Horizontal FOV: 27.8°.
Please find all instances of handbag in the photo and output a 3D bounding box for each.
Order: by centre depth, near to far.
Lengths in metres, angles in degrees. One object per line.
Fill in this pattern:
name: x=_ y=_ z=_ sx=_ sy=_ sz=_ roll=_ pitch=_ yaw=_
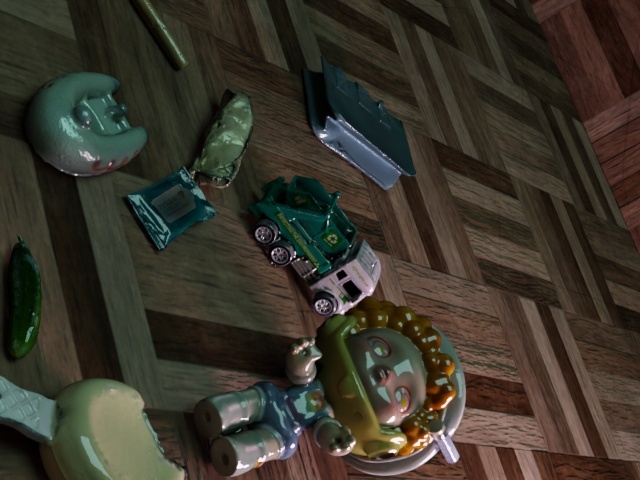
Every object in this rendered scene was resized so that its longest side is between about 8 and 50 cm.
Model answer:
handbag: x=0.065 y=-0.206 z=2.258 sx=0.229 sy=0.062 sz=0.179 roll=34 pitch=33 yaw=-39

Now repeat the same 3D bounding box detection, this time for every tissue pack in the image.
tissue pack: x=-0.196 y=-0.042 z=1.693 sx=0.085 sy=0.028 sz=0.138 roll=55 pitch=32 yaw=0

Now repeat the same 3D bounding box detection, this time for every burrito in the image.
burrito: x=-0.137 y=-0.146 z=1.853 sx=0.058 sy=0.063 sz=0.229 roll=57 pitch=28 yaw=-26

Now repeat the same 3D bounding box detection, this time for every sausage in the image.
sausage: x=-0.236 y=-0.309 z=1.892 sx=0.132 sy=0.024 sz=0.024 roll=57 pitch=27 yaw=-5

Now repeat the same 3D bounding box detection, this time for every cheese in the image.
cheese: x=-0.244 y=0.213 z=1.306 sx=0.249 sy=0.070 sz=0.163 roll=15 pitch=49 yaw=-54

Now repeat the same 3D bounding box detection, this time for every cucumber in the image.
cucumber: x=-0.315 y=0.059 z=1.381 sx=0.037 sy=0.037 sz=0.155 roll=31 pitch=39 yaw=-43

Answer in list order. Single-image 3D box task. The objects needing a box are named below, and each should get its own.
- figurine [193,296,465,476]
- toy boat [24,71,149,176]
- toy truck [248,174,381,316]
figurine: x=-0.001 y=0.192 z=1.650 sx=0.381 sy=0.205 sz=0.225 roll=4 pitch=61 yaw=-35
toy boat: x=-0.281 y=-0.152 z=1.607 sx=0.134 sy=0.078 sz=0.207 roll=62 pitch=26 yaw=0
toy truck: x=0.000 y=0.000 z=1.876 sx=0.216 sy=0.116 sz=0.110 roll=52 pitch=28 yaw=-13
